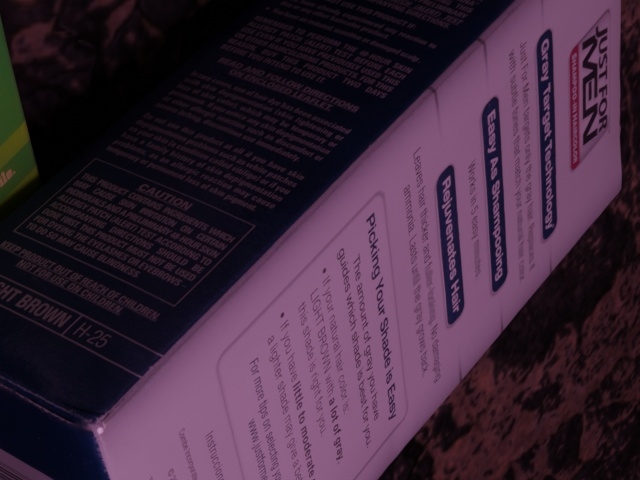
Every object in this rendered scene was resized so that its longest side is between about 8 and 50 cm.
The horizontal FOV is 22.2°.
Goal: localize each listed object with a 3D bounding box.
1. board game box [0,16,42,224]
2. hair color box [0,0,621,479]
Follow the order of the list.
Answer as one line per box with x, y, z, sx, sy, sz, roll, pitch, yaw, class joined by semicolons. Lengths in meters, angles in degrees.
-0.153;0.020;0.599;0.124;0.039;0.259;-37;142;-31;board game box
0.000;0.000;0.684;0.347;0.105;0.174;-45;144;-33;hair color box
